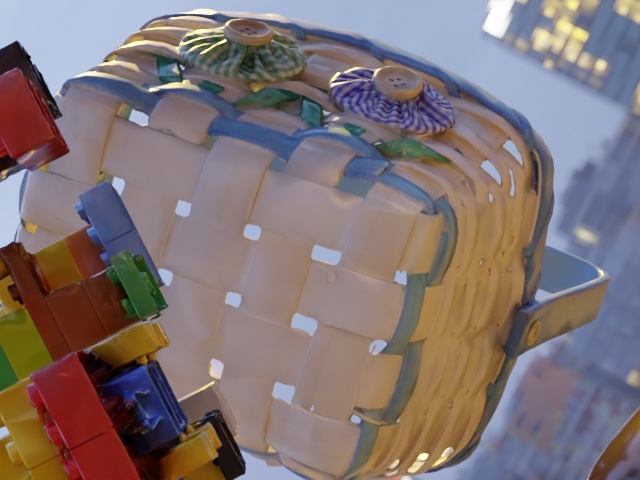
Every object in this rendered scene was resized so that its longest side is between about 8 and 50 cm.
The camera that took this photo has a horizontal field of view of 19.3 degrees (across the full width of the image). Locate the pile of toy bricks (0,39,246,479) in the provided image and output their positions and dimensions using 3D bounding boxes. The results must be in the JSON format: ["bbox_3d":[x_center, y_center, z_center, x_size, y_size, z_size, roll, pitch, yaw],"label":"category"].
[{"bbox_3d":[-0.087,0.033,0.451,0.105,0.118,0.212,-27,-2,-3],"label":"pile of toy bricks"}]

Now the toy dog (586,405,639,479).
[{"bbox_3d":[0.194,0.188,0.446,0.395,0.284,0.408,-31,21,9],"label":"toy dog"}]

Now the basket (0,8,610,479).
[{"bbox_3d":[0.000,0.000,0.902,0.289,0.254,0.201,-13,-59,-74],"label":"basket"}]
